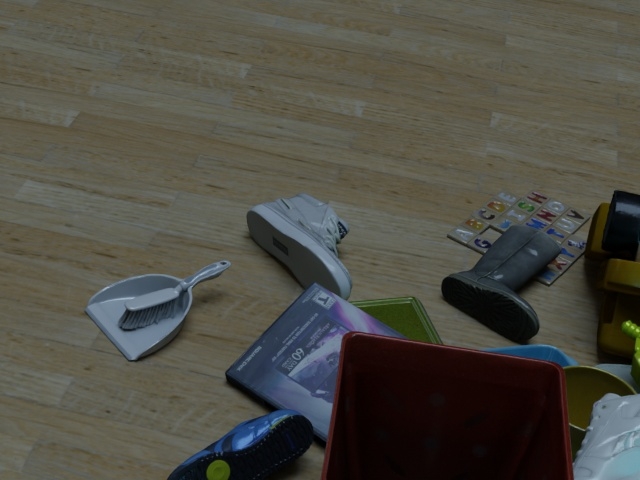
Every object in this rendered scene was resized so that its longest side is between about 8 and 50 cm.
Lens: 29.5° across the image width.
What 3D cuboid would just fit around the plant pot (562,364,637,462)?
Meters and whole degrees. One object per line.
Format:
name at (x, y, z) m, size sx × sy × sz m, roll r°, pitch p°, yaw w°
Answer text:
plant pot at (0.356, 0.248, 1.636) m, size 0.134 × 0.095 × 0.134 m, roll 5°, pitch 35°, yaw -3°

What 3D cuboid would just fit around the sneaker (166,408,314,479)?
sneaker at (-0.109, 0.277, 1.548) m, size 0.209 × 0.069 × 0.082 m, roll -25°, pitch 13°, yaw -25°

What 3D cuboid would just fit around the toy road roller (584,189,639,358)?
toy road roller at (0.511, 0.067, 1.880) m, size 0.202 × 0.241 × 0.329 m, roll 13°, pitch -2°, yaw 8°

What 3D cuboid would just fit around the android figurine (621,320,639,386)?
android figurine at (0.536, 0.171, 1.634) m, size 0.248 × 0.056 × 0.273 m, roll -35°, pitch 54°, yaw -25°

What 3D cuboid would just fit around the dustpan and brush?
dustpan and brush at (-0.222, 0.083, 1.789) m, size 0.211 × 0.060 × 0.147 m, roll -20°, pitch 43°, yaw -33°

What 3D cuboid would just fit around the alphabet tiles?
alphabet tiles at (0.361, -0.017, 2.089) m, size 0.198 × 0.009 × 0.237 m, roll 27°, pitch 40°, yaw 26°

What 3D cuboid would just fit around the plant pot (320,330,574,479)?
plant pot at (0.133, 0.294, 1.408) m, size 0.267 × 0.236 × 0.267 m, roll 8°, pitch 35°, yaw 2°

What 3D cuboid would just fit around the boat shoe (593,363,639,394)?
boat shoe at (0.523, 0.215, 1.707) m, size 0.302 × 0.103 × 0.113 m, roll 11°, pitch 36°, yaw 6°

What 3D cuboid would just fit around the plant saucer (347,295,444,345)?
plant saucer at (0.095, 0.144, 1.778) m, size 0.188 × 0.045 × 0.188 m, roll -4°, pitch 37°, yaw -17°

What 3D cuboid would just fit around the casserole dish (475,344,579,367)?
casserole dish at (0.285, 0.202, 1.741) m, size 0.188 × 0.037 × 0.114 m, roll -4°, pitch 36°, yaw -17°

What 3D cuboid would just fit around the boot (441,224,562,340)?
boot at (0.316, 0.061, 1.918) m, size 0.189 × 0.076 × 0.208 m, roll 34°, pitch 40°, yaw 31°

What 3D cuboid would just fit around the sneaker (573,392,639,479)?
sneaker at (0.359, 0.278, 1.491) m, size 0.305 × 0.114 × 0.152 m, roll -27°, pitch 41°, yaw -21°

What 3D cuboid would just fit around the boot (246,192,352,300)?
boot at (0.000, 0.000, 1.917) m, size 0.123 × 0.095 × 0.258 m, roll -24°, pitch 44°, yaw -27°

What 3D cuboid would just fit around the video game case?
video game case at (0.033, 0.187, 1.669) m, size 0.274 × 0.026 × 0.196 m, roll 30°, pitch 61°, yaw 29°
